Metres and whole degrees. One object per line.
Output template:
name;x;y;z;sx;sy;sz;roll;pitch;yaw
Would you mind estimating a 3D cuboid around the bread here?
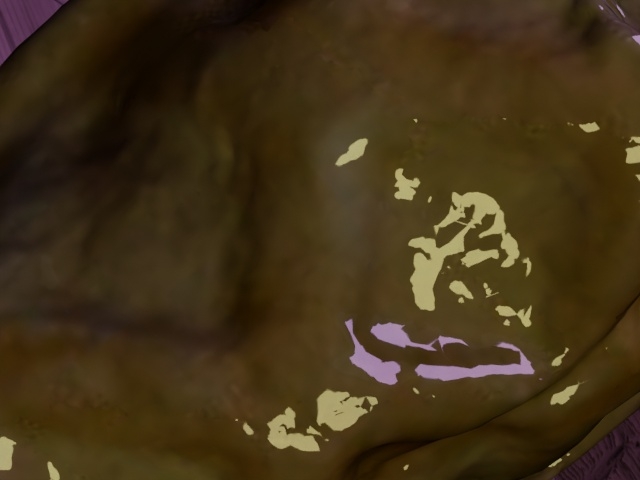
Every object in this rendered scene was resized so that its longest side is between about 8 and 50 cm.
bread;0.002;0.004;0.545;0.196;0.252;0.238;54;13;16
